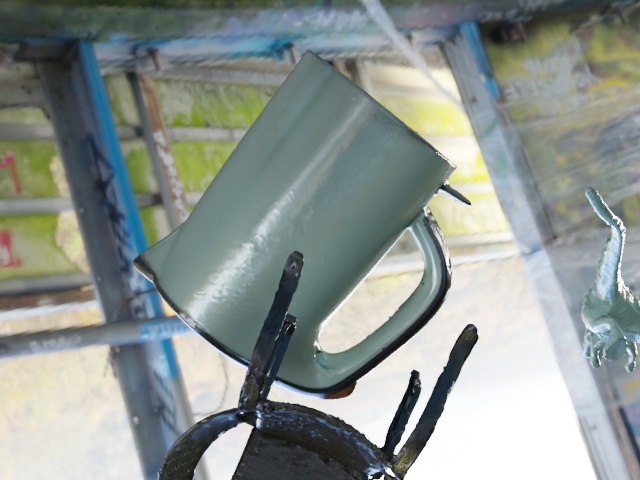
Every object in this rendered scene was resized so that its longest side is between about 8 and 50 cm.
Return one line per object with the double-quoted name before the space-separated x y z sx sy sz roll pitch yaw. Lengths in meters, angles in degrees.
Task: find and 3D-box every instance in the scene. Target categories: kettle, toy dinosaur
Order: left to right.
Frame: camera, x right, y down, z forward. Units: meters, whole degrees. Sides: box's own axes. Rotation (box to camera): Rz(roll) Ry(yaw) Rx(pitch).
"kettle" 0.000 0.000 0.854 0.255 0.240 0.165 -52 -179 5
"toy dinosaur" 0.306 0.078 0.982 0.076 0.129 0.383 -20 154 -2

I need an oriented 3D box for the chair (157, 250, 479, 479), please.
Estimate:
"chair" -0.007 0.141 0.642 0.174 0.213 0.149 23 164 1
